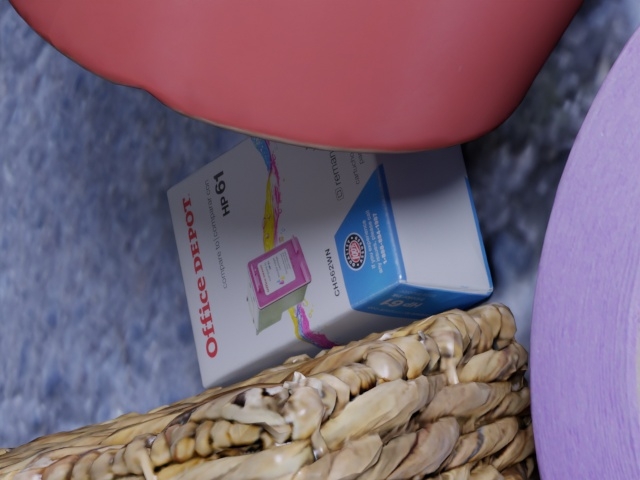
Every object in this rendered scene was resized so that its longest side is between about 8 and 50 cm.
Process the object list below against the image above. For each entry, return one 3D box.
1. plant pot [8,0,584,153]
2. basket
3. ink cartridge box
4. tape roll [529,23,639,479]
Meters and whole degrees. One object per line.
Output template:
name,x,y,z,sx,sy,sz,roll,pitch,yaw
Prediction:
plant pot,0.010,-0.179,0.653,0.275,0.275,0.243,47,130,41
basket,-0.047,0.168,0.693,0.299,0.213,0.223,-20,88,27
ink cartridge box,0.000,0.000,0.781,0.122,0.052,0.088,-31,63,43
tape roll,0.186,0.032,0.540,0.275,0.090,0.275,-7,81,48
